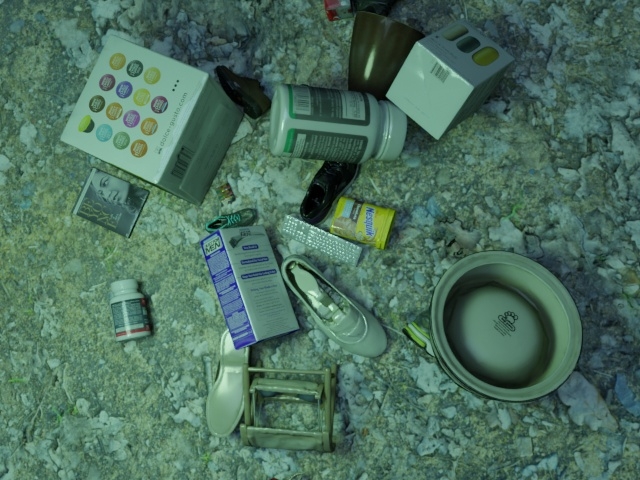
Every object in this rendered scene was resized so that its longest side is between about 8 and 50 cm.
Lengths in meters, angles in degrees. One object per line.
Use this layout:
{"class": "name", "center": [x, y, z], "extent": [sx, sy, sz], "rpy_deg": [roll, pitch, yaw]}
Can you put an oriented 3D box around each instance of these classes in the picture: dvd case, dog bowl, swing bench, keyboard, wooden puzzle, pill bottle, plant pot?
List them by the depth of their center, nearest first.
{"class": "dog bowl", "center": [0.474, 0.241, 1.740], "extent": [0.408, 0.150, 0.408], "rpy_deg": [2, 66, -5]}
{"class": "pill bottle", "center": [0.047, -0.324, 1.836], "extent": [0.361, 0.204, 0.204], "rpy_deg": [4, 84, -14]}
{"class": "swing bench", "center": [-0.088, 0.479, 1.854], "extent": [0.253, 0.165, 0.254], "rpy_deg": [1, 84, 9]}
{"class": "plant pot", "center": [0.169, -0.528, 1.925], "extent": [0.215, 0.215, 0.230], "rpy_deg": [22, 102, 11]}
{"class": "keyboard", "center": [0.000, 0.000, 1.953], "extent": [0.256, 0.014, 0.072], "rpy_deg": [24, 126, 11]}
{"class": "pill bottle", "center": [-0.591, 0.215, 1.998], "extent": [0.108, 0.108, 0.180], "rpy_deg": [-13, 82, 8]}
{"class": "wooden puzzle", "center": [-0.302, -0.150, 2.044], "extent": [0.049, 0.006, 0.083], "rpy_deg": [-24, 80, 6]}
{"class": "dvd case", "center": [-0.681, -0.123, 2.099], "extent": [0.221, 0.018, 0.164], "rpy_deg": [23, 88, 12]}

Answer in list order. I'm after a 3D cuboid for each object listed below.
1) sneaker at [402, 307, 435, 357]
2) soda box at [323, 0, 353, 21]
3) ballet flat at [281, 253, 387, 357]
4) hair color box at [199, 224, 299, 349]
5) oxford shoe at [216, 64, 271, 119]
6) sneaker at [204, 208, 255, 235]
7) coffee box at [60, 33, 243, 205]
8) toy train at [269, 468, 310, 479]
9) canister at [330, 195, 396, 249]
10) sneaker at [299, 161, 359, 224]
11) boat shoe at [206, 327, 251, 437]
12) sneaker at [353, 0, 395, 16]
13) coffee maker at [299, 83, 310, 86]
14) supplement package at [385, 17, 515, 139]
{"class": "sneaker", "center": [0.381, 0.304, 1.828], "extent": [0.300, 0.111, 0.121], "rpy_deg": [38, 86, 10]}
{"class": "soda box", "center": [0.044, -0.829, 2.022], "extent": [0.083, 0.092, 0.263], "rpy_deg": [-8, 82, 10]}
{"class": "ballet flat", "center": [0.026, 0.193, 1.886], "extent": [0.400, 0.139, 0.139], "rpy_deg": [44, 92, 11]}
{"class": "hair color box", "center": [-0.207, 0.131, 1.896], "extent": [0.110, 0.185, 0.339], "rpy_deg": [-26, 79, 37]}
{"class": "oxford shoe", "center": [-0.241, -0.480, 2.047], "extent": [0.096, 0.083, 0.227], "rpy_deg": [-40, 76, -20]}
{"class": "sneaker", "center": [-0.280, -0.055, 1.994], "extent": [0.166, 0.076, 0.065], "rpy_deg": [-22, 81, 6]}
{"class": "coffee box", "center": [-0.485, -0.343, 1.929], "extent": [0.334, 0.338, 0.337], "rpy_deg": [25, 88, 12]}
{"class": "toy train", "center": [-0.117, 0.766, 1.863], "extent": [0.248, 0.105, 0.143], "rpy_deg": [-22, 91, 6]}
{"class": "canister", "center": [0.126, -0.053, 1.928], "extent": [0.170, 0.073, 0.126], "rpy_deg": [16, 86, 13]}
{"class": "sneaker", "center": [0.030, -0.178, 1.931], "extent": [0.107, 0.124, 0.283], "rpy_deg": [26, 88, 11]}
{"class": "boat shoe", "center": [-0.262, 0.415, 1.926], "extent": [0.117, 0.097, 0.324], "rpy_deg": [7, 85, 5]}
{"class": "sneaker", "center": [0.216, -0.739, 1.989], "extent": [0.227, 0.087, 0.130], "rpy_deg": [-13, 83, 11]}
{"class": "coffee maker", "center": [-0.032, -0.357, 1.966], "extent": [0.171, 0.120, 0.178], "rpy_deg": [28, 89, 11]}
{"class": "supplement package", "center": [0.362, -0.454, 1.809], "extent": [0.199, 0.198, 0.263], "rpy_deg": [43, 48, 11]}
